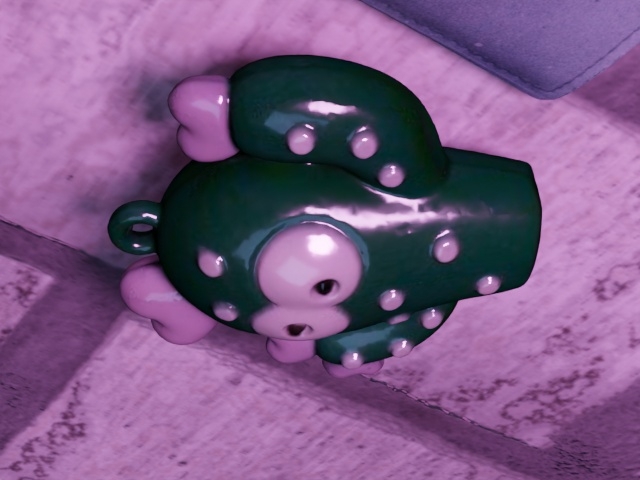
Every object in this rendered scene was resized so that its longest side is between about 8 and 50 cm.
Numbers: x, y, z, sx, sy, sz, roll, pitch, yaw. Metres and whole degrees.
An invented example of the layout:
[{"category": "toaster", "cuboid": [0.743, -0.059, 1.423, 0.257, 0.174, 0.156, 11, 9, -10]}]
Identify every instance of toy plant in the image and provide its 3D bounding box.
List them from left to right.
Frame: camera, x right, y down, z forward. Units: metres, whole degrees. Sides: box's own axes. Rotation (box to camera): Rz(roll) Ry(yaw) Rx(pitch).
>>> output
[{"category": "toy plant", "cuboid": [-0.001, -0.003, 0.718, 0.243, 0.112, 0.232, 17, 133, -25]}]

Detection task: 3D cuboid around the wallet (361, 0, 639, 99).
[{"category": "wallet", "cuboid": [0.108, -0.188, 0.543, 0.251, 0.054, 0.290, 26, 136, -23]}]
